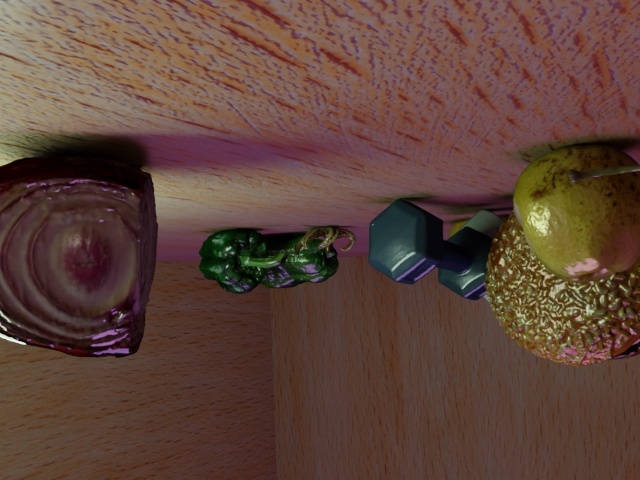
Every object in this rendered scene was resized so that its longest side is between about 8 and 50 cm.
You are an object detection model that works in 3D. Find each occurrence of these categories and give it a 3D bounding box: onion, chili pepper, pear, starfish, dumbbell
[{"bbox_3d":[-0.292,0.003,0.648,0.207,0.216,0.206,9,-171,-15],"label":"onion"},{"bbox_3d":[-0.211,0.046,1.533,0.261,0.173,0.165,-5,150,46],"label":"chili pepper"},{"bbox_3d":[0.325,-0.031,0.716,0.178,0.177,0.178,-2,176,0],"label":"pear"},{"bbox_3d":[-0.001,0.001,1.584,0.146,0.074,0.190,-7,174,39],"label":"starfish"},{"bbox_3d":[0.243,0.026,1.162,0.325,0.159,0.144,15,165,-42],"label":"dumbbell"},{"bbox_3d":[-0.125,0.068,1.814,0.385,0.167,0.213,-3,174,28],"label":"chili pepper"}]

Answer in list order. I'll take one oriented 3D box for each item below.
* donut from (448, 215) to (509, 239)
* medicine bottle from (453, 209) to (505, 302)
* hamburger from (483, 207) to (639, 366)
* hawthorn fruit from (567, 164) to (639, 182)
[{"bbox_3d":[0.476,-0.003,1.560,0.278,0.108,0.277,-3,176,0],"label":"donut"},{"bbox_3d":[0.437,0.075,1.313,0.161,0.296,0.111,-50,160,13],"label":"medicine bottle"},{"bbox_3d":[0.484,0.069,1.064,0.250,0.329,0.330,10,169,-39],"label":"hamburger"},{"bbox_3d":[0.372,-0.063,0.487,0.165,0.165,0.286,1,180,-40],"label":"hawthorn fruit"}]
